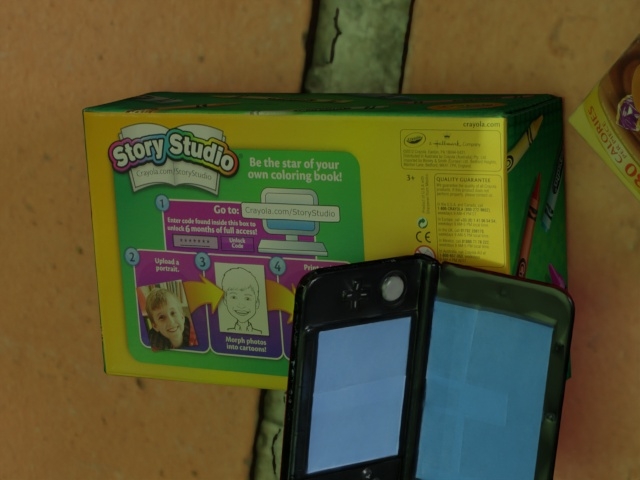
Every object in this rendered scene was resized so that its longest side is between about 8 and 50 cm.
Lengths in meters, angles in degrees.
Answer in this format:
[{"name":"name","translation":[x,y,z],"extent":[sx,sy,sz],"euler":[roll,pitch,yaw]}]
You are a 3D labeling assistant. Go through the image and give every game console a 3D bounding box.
[{"name":"game console","translation":[0.053,0.087,0.964],"extent":[0.085,0.124,0.144],"euler":[26,117,50]}]

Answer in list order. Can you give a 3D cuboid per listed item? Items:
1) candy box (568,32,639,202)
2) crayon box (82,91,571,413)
[{"name":"candy box","translation":[0.223,-0.030,0.930],"extent":[0.187,0.053,0.109],"euler":[52,144,11]},{"name":"crayon box","translation":[0.000,0.000,1.066],"extent":[0.278,0.081,0.165],"euler":[3,103,29]}]
